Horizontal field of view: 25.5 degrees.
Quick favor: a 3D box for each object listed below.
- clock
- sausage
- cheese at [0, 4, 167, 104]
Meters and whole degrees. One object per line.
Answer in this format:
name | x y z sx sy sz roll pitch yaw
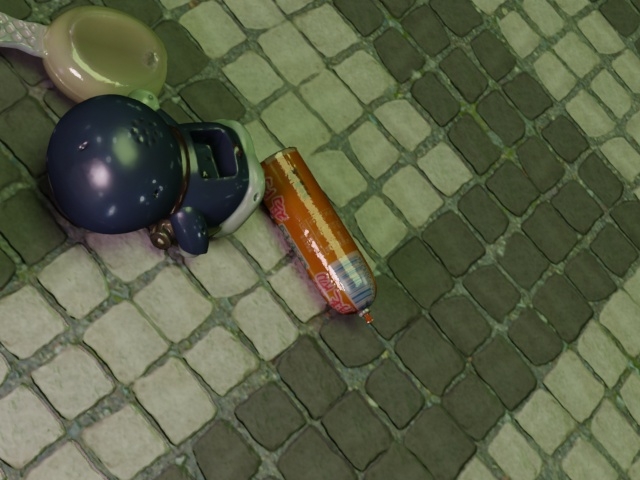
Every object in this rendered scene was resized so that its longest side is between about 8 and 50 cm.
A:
clock | -0.193 -0.084 1.591 0.243 0.146 0.200 2 66 -42
sausage | 0.000 0.000 1.719 0.071 0.071 0.234 -23 77 -41
cheese | -0.290 -0.223 1.658 0.227 0.064 0.137 13 55 -27
